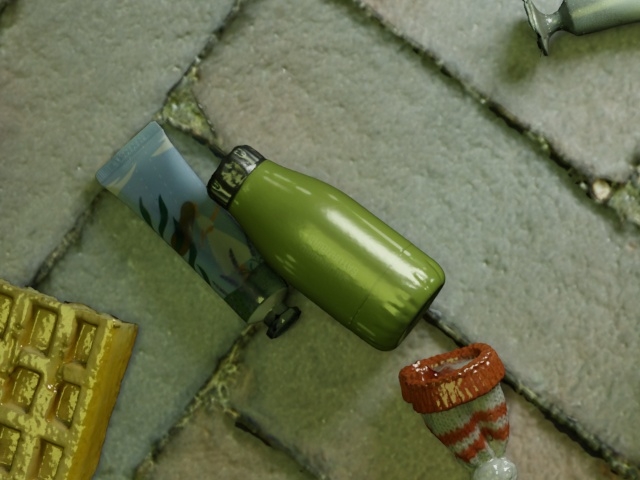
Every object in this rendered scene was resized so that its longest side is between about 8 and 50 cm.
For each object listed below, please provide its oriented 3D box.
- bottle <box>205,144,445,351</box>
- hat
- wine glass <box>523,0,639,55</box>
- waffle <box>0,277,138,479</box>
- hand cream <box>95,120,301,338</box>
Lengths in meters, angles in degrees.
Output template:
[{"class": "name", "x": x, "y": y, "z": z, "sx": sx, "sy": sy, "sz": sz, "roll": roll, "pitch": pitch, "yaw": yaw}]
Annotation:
[{"class": "bottle", "x": 0.000, "y": 0.000, "z": 1.811, "sx": 0.260, "sy": 0.112, "sz": 0.112, "roll": 37, "pitch": 94, "yaw": 8}, {"class": "hat", "x": 0.156, "y": 0.196, "z": 1.804, "sx": 0.112, "sy": 0.093, "sz": 0.162, "roll": -20, "pitch": 103, "yaw": 18}, {"class": "wine glass", "x": 0.291, "y": -0.243, "z": 1.792, "sx": 0.155, "sy": 0.072, "sz": 0.072, "roll": -17, "pitch": 86, "yaw": 9}, {"class": "waffle", "x": -0.345, "y": 0.157, "z": 1.891, "sx": 0.247, "sy": 0.055, "sz": 0.221, "roll": 18, "pitch": 91, "yaw": 10}, {"class": "hand cream", "x": -0.127, "y": -0.005, "z": 1.864, "sx": 0.091, "sy": 0.058, "sz": 0.271, "roll": -43, "pitch": 77, "yaw": 2}]
